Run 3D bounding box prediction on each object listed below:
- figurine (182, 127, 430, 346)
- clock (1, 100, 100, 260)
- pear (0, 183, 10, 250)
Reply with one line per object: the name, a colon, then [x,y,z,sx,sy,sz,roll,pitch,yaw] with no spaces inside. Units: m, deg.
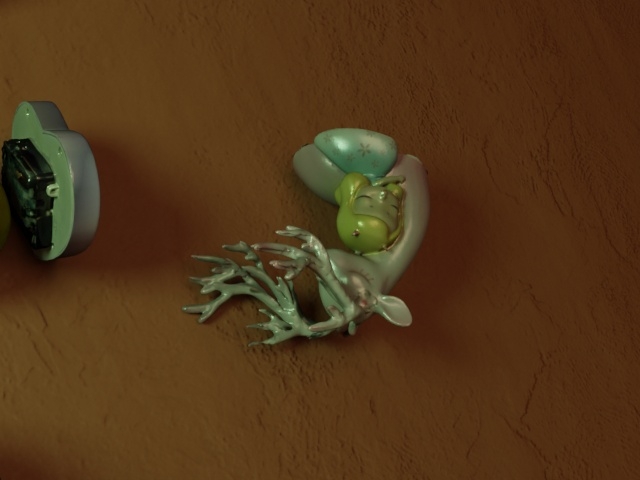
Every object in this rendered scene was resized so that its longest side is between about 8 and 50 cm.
figurine: [-0.005,0.007,1.200,0.284,0.206,0.316,25,50,-28]
clock: [-0.311,-0.055,1.037,0.064,0.172,0.198,-7,35,-34]
pear: [-0.406,-0.031,0.971,0.162,0.149,0.149,44,52,-12]
